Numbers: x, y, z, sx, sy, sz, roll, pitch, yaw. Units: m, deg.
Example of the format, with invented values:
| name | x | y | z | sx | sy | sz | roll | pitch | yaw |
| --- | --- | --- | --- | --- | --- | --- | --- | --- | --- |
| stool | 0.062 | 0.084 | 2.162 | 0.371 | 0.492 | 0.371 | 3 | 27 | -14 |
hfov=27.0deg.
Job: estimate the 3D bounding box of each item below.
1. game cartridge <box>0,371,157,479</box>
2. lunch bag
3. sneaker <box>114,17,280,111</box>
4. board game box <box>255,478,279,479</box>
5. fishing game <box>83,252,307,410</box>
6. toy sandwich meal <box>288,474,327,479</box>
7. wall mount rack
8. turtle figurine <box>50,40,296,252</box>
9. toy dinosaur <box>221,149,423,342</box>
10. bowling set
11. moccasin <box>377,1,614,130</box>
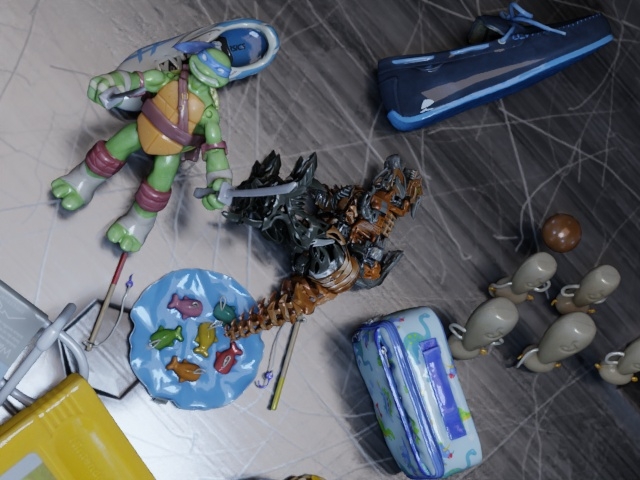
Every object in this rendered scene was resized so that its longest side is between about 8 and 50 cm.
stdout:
| name | x | y | z | sx | sy | sz | roll | pitch | yaw |
| --- | --- | --- | --- | --- | --- | --- | --- | --- | --- |
| game cartridge | -0.340 | 0.361 | 1.583 | 0.324 | 0.053 | 0.285 | -37 | 114 | -15 |
| lunch bag | 0.123 | 0.195 | 1.711 | 0.090 | 0.176 | 0.219 | -18 | 89 | -17 |
| sneaker | -0.165 | -0.233 | 1.730 | 0.237 | 0.086 | 0.085 | -23 | 91 | -15 |
| board game box | -0.075 | 0.380 | 1.706 | 0.133 | 0.033 | 0.168 | -18 | 104 | -10 |
| fishing game | -0.159 | 0.126 | 1.713 | 0.264 | 0.041 | 0.189 | 23 | 75 | -11 |
| toy sandwich meal | -0.013 | 0.341 | 1.732 | 0.086 | 0.029 | 0.085 | 2 | 83 | -15 |
| wall mount rack | -0.466 | 0.137 | 1.587 | 0.350 | 0.130 | 0.304 | 37 | 103 | -7 |
| turtle figurine | -0.206 | -0.101 | 1.598 | 0.198 | 0.266 | 0.274 | 19 | 36 | -36 |
| toy dinosaur | 0.000 | 0.000 | 1.722 | 0.218 | 0.164 | 0.322 | 50 | 52 | -21 |
| bowling set | 0.322 | 0.081 | 1.816 | 0.287 | 0.154 | 0.200 | 16 | 61 | -12 |
| moccasin | 0.240 | -0.259 | 1.818 | 0.342 | 0.138 | 0.117 | -21 | 85 | -17 |
